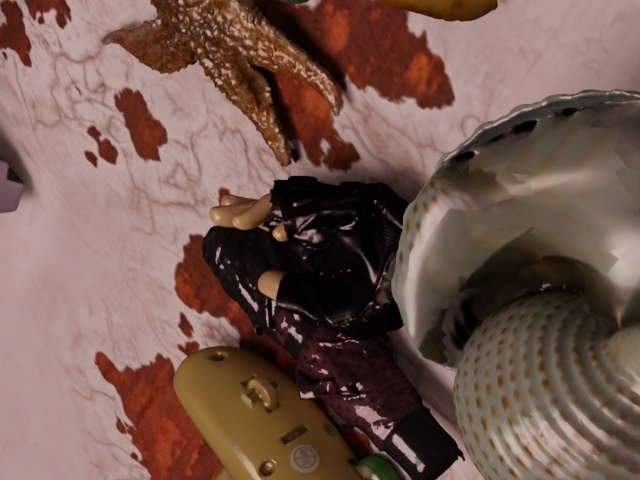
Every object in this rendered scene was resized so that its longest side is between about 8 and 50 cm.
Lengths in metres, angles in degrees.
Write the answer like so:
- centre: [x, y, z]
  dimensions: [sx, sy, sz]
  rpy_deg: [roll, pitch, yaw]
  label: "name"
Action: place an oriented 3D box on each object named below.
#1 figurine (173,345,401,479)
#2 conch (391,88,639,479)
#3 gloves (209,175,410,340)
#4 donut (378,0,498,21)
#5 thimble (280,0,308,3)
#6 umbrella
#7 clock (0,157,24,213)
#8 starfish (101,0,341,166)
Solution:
- centre: [-0.041, 0.249, 1.871]
  dimensions: [0.324, 0.124, 0.222]
  rpy_deg: [51, 149, 15]
  label: "figurine"
- centre: [0.220, 0.040, 1.288]
  dimensions: [0.319, 0.215, 0.303]
  rpy_deg: [-33, 82, 30]
  label: "conch"
- centre: [0.000, 0.000, 1.607]
  dimensions: [0.203, 0.124, 0.164]
  rpy_deg: [36, 129, 26]
  label: "gloves"
- centre: [0.016, -0.288, 1.344]
  dimensions: [0.295, 0.151, 0.112]
  rpy_deg: [50, 136, 12]
  label: "donut"
- centre: [-0.052, -0.245, 1.457]
  dimensions: [0.118, 0.135, 0.090]
  rpy_deg: [19, 91, 21]
  label: "thimble"
- centre: [0.010, 0.100, 1.710]
  dimensions: [0.090, 0.094, 0.326]
  rpy_deg: [-47, 71, 10]
  label: "umbrella"
- centre: [-0.478, -0.070, 2.072]
  dimensions: [0.186, 0.253, 0.083]
  rpy_deg: [-3, 74, 55]
  label: "clock"
- centre: [-0.104, -0.190, 1.646]
  dimensions: [0.302, 0.060, 0.299]
  rpy_deg: [49, 143, 11]
  label: "starfish"
